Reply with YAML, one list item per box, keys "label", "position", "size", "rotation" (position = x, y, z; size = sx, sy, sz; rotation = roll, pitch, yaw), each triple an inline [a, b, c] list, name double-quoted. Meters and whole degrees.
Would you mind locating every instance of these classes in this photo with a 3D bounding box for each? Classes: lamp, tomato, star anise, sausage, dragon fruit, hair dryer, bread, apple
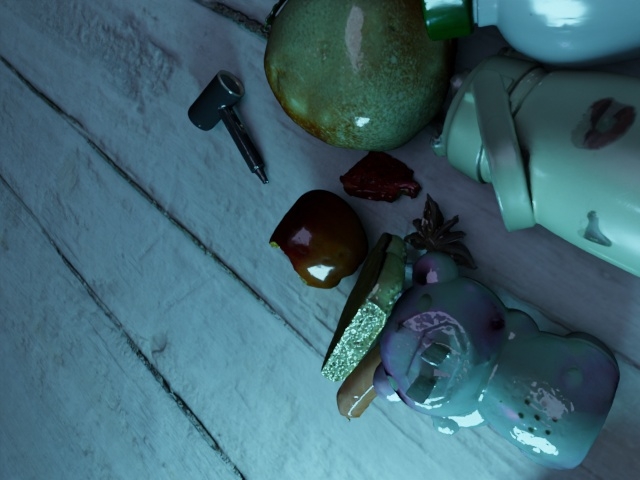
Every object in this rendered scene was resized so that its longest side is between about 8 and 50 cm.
- label: "lamp"
  position: [0.218, 0.178, 0.665]
  size: [0.300, 0.247, 0.248]
  rotation: [25, 109, 23]
- label: "tomato"
  position: [0.053, -0.288, 0.753]
  size: [0.303, 0.238, 0.304]
  rotation: [5, 98, 37]
- label: "star anise"
  position: [0.198, 0.005, 0.780]
  size: [0.129, 0.056, 0.124]
  rotation: [42, 139, 21]
- label: "sausage"
  position: [0.081, 0.255, 0.867]
  size: [0.065, 0.065, 0.169]
  rotation: [47, 116, 24]
- label: "dragon fruit"
  position: [0.100, -0.097, 0.835]
  size: [0.131, 0.063, 0.097]
  rotation: [36, 111, 28]
- label: "hair dryer"
  position: [-0.186, -0.219, 1.034]
  size: [0.128, 0.070, 0.256]
  rotation: [-34, 78, 31]
- label: "bread"
  position: [0.077, 0.096, 0.775]
  size: [0.056, 0.207, 0.287]
  rotation: [26, 140, 1]
- label: "apple"
  position: [0.006, -0.003, 0.854]
  size: [0.158, 0.156, 0.147]
  rotation: [37, 117, 5]

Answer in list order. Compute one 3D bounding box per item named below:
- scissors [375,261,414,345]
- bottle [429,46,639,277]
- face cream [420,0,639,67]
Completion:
- label: "scissors"
  position: [0.119, 0.121, 0.864]
  size: [0.100, 0.015, 0.189]
  rotation: [20, 105, 34]
- label: "bottle"
  position: [0.297, -0.110, 0.608]
  size: [0.351, 0.229, 0.229]
  rotation: [33, 110, 30]
- label: "face cream"
  position: [0.281, -0.337, 0.489]
  size: [0.356, 0.220, 0.313]
  rotation: [-1, 124, 18]
